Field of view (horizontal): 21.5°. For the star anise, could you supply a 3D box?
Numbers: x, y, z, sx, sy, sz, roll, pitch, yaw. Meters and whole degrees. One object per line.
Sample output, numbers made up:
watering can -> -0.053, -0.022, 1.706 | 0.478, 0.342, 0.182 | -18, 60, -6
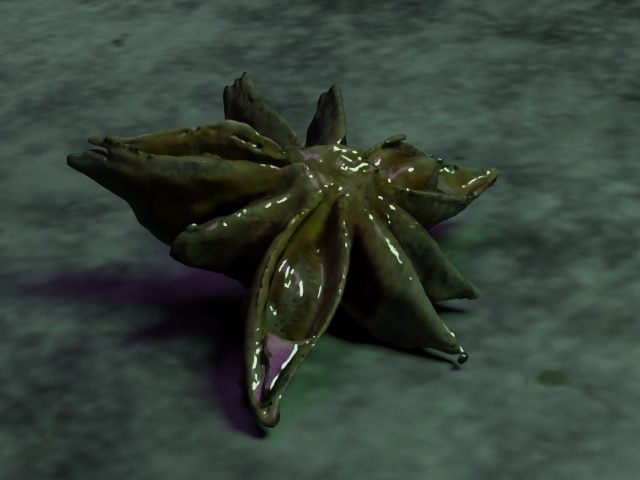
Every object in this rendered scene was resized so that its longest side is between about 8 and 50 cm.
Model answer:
star anise -> 0.007, -0.006, 0.514 | 0.129, 0.056, 0.124 | -20, 57, -33
